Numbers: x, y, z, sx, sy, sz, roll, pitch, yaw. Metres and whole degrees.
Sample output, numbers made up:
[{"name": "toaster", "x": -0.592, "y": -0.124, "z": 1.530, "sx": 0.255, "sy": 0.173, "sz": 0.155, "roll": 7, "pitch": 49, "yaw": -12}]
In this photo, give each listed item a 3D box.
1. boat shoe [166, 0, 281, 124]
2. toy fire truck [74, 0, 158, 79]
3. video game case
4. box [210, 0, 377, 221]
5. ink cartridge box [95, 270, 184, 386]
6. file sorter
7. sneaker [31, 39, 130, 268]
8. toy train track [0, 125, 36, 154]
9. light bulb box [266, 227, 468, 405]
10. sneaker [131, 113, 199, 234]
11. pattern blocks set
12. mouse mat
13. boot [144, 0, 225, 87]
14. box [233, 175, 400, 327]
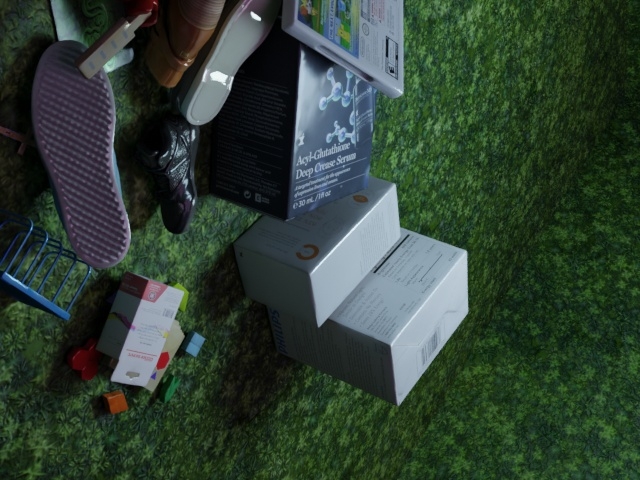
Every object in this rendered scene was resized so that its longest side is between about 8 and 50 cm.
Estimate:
[{"name": "boat shoe", "x": -0.178, "y": -0.358, "z": 1.667, "sx": 0.109, "sy": 0.091, "sz": 0.305, "roll": 15, "pitch": 112, "yaw": -56}, {"name": "toy fire truck", "x": -0.325, "y": -0.394, "z": 1.399, "sx": 0.217, "sy": 0.158, "sz": 0.246, "roll": 35, "pitch": 47, "yaw": -59}, {"name": "video game case", "x": 0.050, "y": -0.469, "z": 1.746, "sx": 0.300, "sy": 0.036, "sz": 0.329, "roll": 24, "pitch": 58, "yaw": -40}, {"name": "box", "x": -0.047, "y": -0.280, "z": 1.881, "sx": 0.293, "sy": 0.212, "sz": 0.395, "roll": -25, "pitch": 126, "yaw": -49}, {"name": "ink cartridge box", "x": -0.348, "y": 0.169, "z": 1.748, "sx": 0.115, "sy": 0.067, "sz": 0.198, "roll": 28, "pitch": 81, "yaw": -58}, {"name": "file sorter", "x": -0.472, "y": 0.036, "z": 1.484, "sx": 0.104, "sy": 0.118, "sz": 0.170, "roll": -65, "pitch": 149, "yaw": -17}, {"name": "sneaker", "x": -0.401, "y": -0.138, "z": 1.518, "sx": 0.135, "sy": 0.150, "sz": 0.366, "roll": -8, "pitch": 99, "yaw": -21}, {"name": "toy train track", "x": -0.480, "y": -0.165, "z": 1.455, "sx": 0.083, "sy": 0.014, "sz": 0.048, "roll": 25, "pitch": 92, "yaw": -53}, {"name": "light bulb box", "x": 0.117, "y": 0.148, "z": 2.236, "sx": 0.358, "sy": 0.361, "sz": 0.225, "roll": -45, "pitch": 143, "yaw": -35}, {"name": "sneaker", "x": -0.292, "y": -0.119, "z": 1.711, "sx": 0.130, "sy": 0.087, "sz": 0.227, "roll": -15, "pitch": 116, "yaw": -52}, {"name": "pattern blocks set", "x": -0.355, "y": 0.211, "z": 1.851, "sx": 0.285, "sy": 0.026, "sz": 0.325, "roll": -57, "pitch": 146, "yaw": -21}, {"name": "mouse mat", "x": -0.374, "y": -0.358, "z": 1.519, "sx": 0.152, "sy": 0.007, "sz": 0.190, "roll": -39, "pitch": 138, "yaw": -41}, {"name": "boot", "x": -0.232, "y": -0.417, "z": 1.590, "sx": 0.109, "sy": 0.283, "sz": 0.220, "roll": 9, "pitch": 134, "yaw": -31}, {"name": "box", "x": 0.000, "y": 0.000, "z": 2.108, "sx": 0.345, "sy": 0.215, "sz": 0.168, "roll": -45, "pitch": 141, "yaw": -35}]
